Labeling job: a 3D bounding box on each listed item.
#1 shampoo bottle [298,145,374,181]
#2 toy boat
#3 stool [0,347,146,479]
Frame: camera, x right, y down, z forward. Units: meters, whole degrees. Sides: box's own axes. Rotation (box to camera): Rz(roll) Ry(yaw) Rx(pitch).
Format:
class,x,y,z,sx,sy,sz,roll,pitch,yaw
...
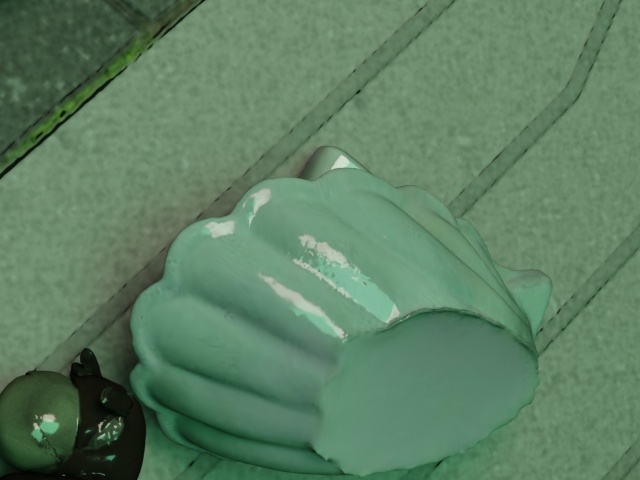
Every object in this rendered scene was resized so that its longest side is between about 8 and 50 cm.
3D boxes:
class,x,y,z,sx,sy,sz,roll,pitch,yaw
shampoo bottle,0.000,0.000,1.000,0.072,0.043,0.099,42,73,-24
toy boat,0.031,0.065,0.951,0.290,0.100,0.199,3,118,-38
stool,-0.160,0.160,0.884,0.121,0.125,0.217,11,75,-22
